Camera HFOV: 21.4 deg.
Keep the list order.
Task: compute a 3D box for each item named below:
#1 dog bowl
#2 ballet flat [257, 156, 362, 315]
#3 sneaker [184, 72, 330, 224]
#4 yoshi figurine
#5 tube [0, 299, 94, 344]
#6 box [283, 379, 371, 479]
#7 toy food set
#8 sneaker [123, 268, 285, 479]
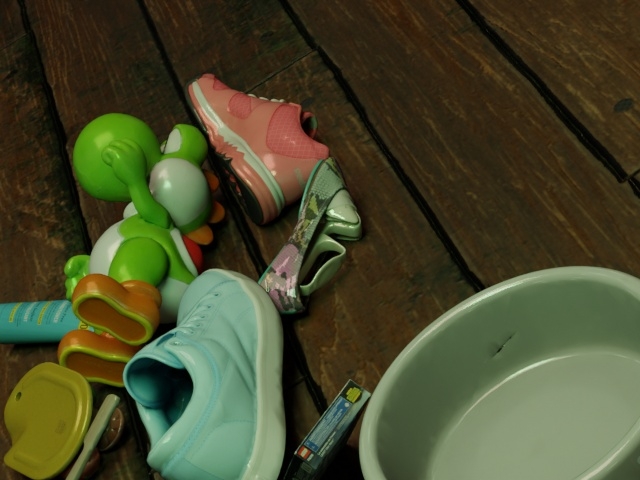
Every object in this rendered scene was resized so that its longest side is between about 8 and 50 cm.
[{"bbox_3d":[0.190,0.162,1.495,0.349,0.102,0.348,-24,33,17],"label":"dog bowl"},{"bbox_3d":[0.000,0.000,1.931,0.079,0.077,0.221,10,54,25],"label":"ballet flat"},{"bbox_3d":[-0.073,-0.132,2.159,0.136,0.116,0.314,-26,37,-7],"label":"sneaker"},{"bbox_3d":[-0.242,-0.018,2.018,0.204,0.203,0.362,-12,41,24],"label":"yoshi figurine"},{"bbox_3d":[-0.314,0.100,2.099,0.207,0.052,0.080,-4,48,29],"label":"tube"},{"bbox_3d":[0.001,0.197,1.606,0.094,0.027,0.137,-51,-9,-27],"label":"box"},{"bbox_3d":[-0.277,0.215,1.893,0.218,0.071,0.128,14,79,53],"label":"toy food set"},{"bbox_3d":[-0.129,0.124,1.760,0.135,0.150,0.366,-51,26,19],"label":"sneaker"}]
